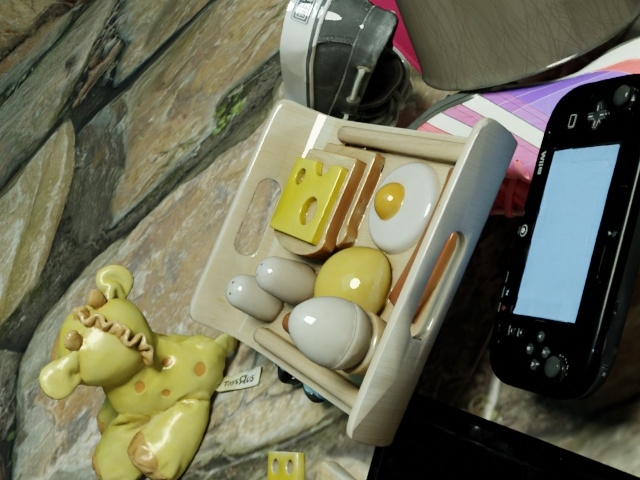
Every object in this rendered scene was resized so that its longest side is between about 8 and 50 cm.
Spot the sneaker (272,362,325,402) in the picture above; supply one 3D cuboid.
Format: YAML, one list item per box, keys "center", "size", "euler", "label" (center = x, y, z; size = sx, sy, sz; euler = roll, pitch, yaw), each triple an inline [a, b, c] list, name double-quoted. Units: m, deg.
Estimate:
- center: [-0.024, 0.089, 0.813]
  size: [0.073, 0.063, 0.162]
  euler: [-55, 31, 3]
  label: "sneaker"

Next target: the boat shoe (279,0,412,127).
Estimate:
- center: [0.034, -0.152, 0.866]
  size: [0.306, 0.105, 0.113]
  euler: [85, -151, -74]
  label: "boat shoe"

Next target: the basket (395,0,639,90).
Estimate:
- center: [0.107, -0.248, 0.671]
  size: [0.154, 0.227, 0.204]
  euler: [-41, 24, -22]
  label: "basket"

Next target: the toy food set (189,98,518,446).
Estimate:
- center: [0.000, 0.000, 0.693]
  size: [0.306, 0.092, 0.219]
  euler: [22, 89, 59]
  label: "toy food set"

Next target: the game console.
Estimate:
- center: [0.128, 0.073, 0.565]
  size: [0.213, 0.044, 0.361]
  euler: [8, 80, 59]
  label: "game console"

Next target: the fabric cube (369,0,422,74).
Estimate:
- center: [0.138, -0.364, 0.869]
  size: [0.258, 0.259, 0.254]
  euler: [-25, 41, 39]
  label: "fabric cube"

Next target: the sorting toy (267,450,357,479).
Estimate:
- center: [0.002, 0.231, 0.604]
  size: [0.274, 0.046, 0.132]
  euler: [27, 104, 59]
  label: "sorting toy"

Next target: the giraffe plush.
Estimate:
- center: [-0.191, 0.126, 0.888]
  size: [0.210, 0.170, 0.181]
  euler: [-34, 36, 28]
  label: "giraffe plush"

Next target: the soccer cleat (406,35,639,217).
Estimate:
- center: [0.170, -0.058, 0.670]
  size: [0.318, 0.109, 0.116]
  euler: [-15, 51, 42]
  label: "soccer cleat"
